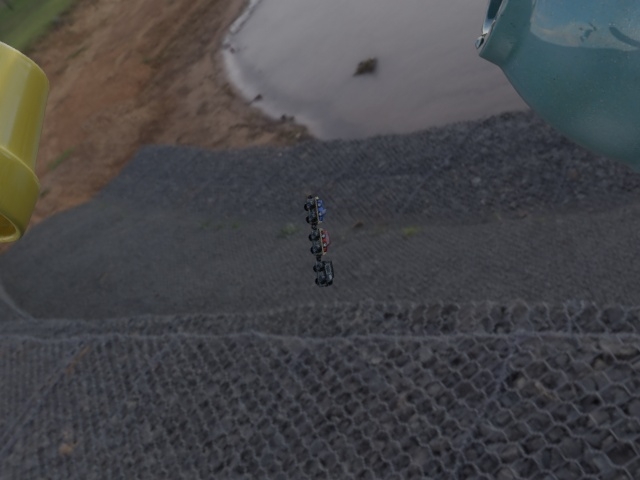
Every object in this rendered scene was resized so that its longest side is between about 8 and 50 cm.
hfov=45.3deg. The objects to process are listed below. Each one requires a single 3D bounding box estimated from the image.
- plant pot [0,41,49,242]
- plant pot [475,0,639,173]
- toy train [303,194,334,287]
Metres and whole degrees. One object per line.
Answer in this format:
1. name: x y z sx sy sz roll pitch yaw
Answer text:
1. plant pot: -0.510 -0.155 1.102 0.254 0.254 0.239 -9 59 48
2. plant pot: 0.257 -0.222 0.681 0.293 0.196 0.293 18 -90 -88
3. toy train: 0.000 0.000 1.300 0.036 0.159 0.027 -7 -6 -19
